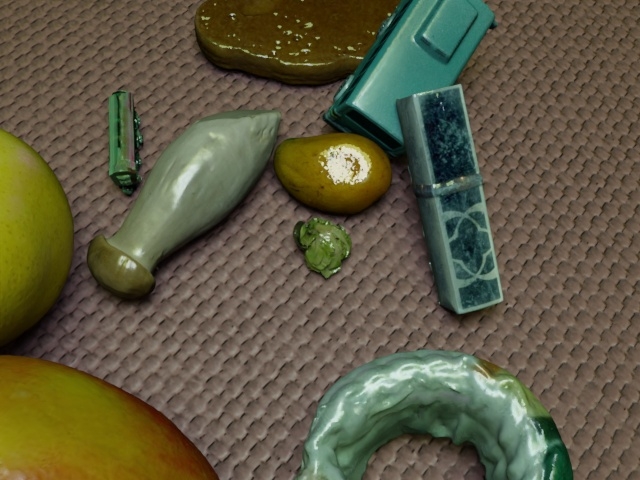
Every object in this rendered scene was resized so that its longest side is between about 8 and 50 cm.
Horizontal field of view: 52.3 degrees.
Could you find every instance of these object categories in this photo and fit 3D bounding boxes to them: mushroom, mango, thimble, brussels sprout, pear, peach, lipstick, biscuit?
[{"bbox_3d":[-0.171,-0.071,0.878,0.128,0.128,0.350,35,72,12],"label":"mushroom"},{"bbox_3d":[0.017,-0.092,0.911,0.165,0.089,0.115,-6,95,4],"label":"mango"},{"bbox_3d":[0.111,0.256,0.704,0.289,0.167,0.254,-10,55,-1],"label":"thimble"},{"bbox_3d":[0.000,0.000,0.892,0.085,0.058,0.085,-4,50,4],"label":"brussels sprout"},{"bbox_3d":[-0.418,0.002,0.717,0.285,0.336,0.284,0,91,-19],"label":"pear"},{"bbox_3d":[-0.229,0.264,0.622,0.306,0.380,0.242,13,63,31],"label":"peach"},{"bbox_3d":[0.168,-0.049,0.844,0.078,0.076,0.289,-15,100,-12],"label":"lipstick"},{"bbox_3d":[-0.026,-0.390,1.059,0.381,0.074,0.358,-26,70,-13],"label":"biscuit"}]

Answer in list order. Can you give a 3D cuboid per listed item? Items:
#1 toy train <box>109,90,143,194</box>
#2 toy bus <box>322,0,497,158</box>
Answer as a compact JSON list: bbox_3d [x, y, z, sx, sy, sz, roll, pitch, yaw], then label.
[{"bbox_3d":[-0.276,-0.139,0.927,0.038,0.071,0.147,-6,66,-6],"label":"toy train"},{"bbox_3d":[0.130,-0.251,0.929,0.128,0.147,0.256,35,82,-13],"label":"toy bus"}]
